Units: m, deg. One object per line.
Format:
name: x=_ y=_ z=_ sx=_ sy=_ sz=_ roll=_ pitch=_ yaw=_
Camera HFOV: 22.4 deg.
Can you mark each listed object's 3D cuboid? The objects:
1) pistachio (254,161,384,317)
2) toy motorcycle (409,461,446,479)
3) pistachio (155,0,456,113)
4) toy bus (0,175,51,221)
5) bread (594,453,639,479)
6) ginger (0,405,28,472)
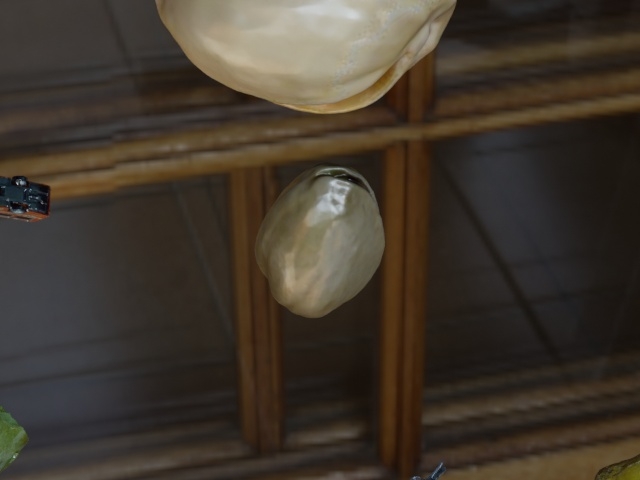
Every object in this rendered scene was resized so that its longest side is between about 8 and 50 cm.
pistachio: x=0.000 y=0.000 z=1.567 sx=0.126 sy=0.185 sz=0.108 roll=4 pitch=48 yaw=-1
toy motorcycle: x=0.091 y=0.297 z=1.575 sx=0.173 sy=0.058 sz=0.100 roll=-45 pitch=53 yaw=5
pistachio: x=-0.006 y=-0.246 z=1.665 sx=0.309 sy=0.230 sz=0.230 roll=1 pitch=34 yaw=17
toy bus: x=-0.276 y=-0.038 z=1.326 sx=0.110 sy=0.031 sz=0.043 roll=11 pitch=-17 yaw=-35
bread: x=0.264 y=0.171 z=0.930 sx=0.161 sy=0.088 sz=0.233 roll=37 pitch=20 yaw=35
ginger: x=-0.385 y=0.225 z=1.431 sx=0.137 sy=0.089 sz=0.290 roll=22 pitch=42 yaw=23
